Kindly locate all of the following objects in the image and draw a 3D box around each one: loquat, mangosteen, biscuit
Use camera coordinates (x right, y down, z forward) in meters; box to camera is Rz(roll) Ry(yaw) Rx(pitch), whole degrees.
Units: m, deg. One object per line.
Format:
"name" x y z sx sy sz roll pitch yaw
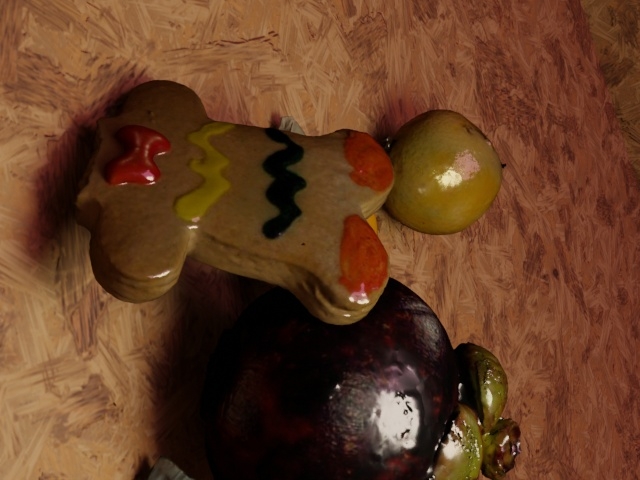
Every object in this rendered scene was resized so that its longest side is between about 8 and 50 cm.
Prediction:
"loquat" 0.208 -0.125 1.882 0.244 0.244 0.243 16 70 -54
"mangosteen" 0.048 0.213 1.394 0.422 0.381 0.380 -11 93 -18
"biscuit" -0.098 -0.055 1.285 0.394 0.076 0.368 15 44 -9

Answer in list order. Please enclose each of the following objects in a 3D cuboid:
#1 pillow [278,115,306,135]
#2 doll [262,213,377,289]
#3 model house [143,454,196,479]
"pillow" -0.025 -0.090 1.665 0.208 0.053 0.119 59 42 -36
"doll" 0.000 0.000 1.515 0.214 0.236 0.213 -11 111 -31
"model house" -0.167 0.375 1.305 0.152 0.106 0.165 69 22 -47
